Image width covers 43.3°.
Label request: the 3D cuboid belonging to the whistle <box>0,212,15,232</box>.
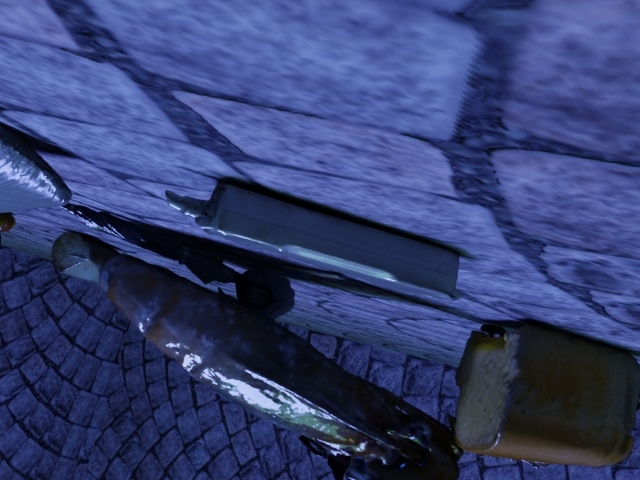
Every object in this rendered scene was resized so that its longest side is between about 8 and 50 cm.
[{"bbox_3d":[-0.472,-0.029,1.147,0.057,0.046,0.109,1,180,-7],"label":"whistle"}]

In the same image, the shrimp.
[{"bbox_3d":[-0.052,0.146,0.875,0.445,0.110,0.221,32,172,7],"label":"shrimp"}]

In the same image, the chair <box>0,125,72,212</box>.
[{"bbox_3d":[-0.344,-0.003,0.535,0.319,0.186,0.160,10,162,32],"label":"chair"}]

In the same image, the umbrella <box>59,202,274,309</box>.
[{"bbox_3d":[-0.154,0.003,0.834,0.269,0.044,0.044,30,-168,-28],"label":"umbrella"}]

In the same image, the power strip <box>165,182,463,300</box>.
[{"bbox_3d":[0.000,0.000,0.481,0.191,0.030,0.047,17,173,-13],"label":"power strip"}]

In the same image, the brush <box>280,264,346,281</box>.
[{"bbox_3d":[-0.009,0.035,0.817,0.083,0.013,0.016,5,166,44],"label":"brush"}]

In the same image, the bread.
[{"bbox_3d":[0.213,0.157,0.816,0.169,0.140,0.160,17,166,-20],"label":"bread"}]

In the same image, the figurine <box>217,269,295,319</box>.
[{"bbox_3d":[-0.083,0.064,0.987,0.094,0.082,0.086,30,-176,-22],"label":"figurine"}]

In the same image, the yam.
[{"bbox_3d":[-0.362,0.031,1.269,0.068,0.068,0.169,14,173,6],"label":"yam"}]
